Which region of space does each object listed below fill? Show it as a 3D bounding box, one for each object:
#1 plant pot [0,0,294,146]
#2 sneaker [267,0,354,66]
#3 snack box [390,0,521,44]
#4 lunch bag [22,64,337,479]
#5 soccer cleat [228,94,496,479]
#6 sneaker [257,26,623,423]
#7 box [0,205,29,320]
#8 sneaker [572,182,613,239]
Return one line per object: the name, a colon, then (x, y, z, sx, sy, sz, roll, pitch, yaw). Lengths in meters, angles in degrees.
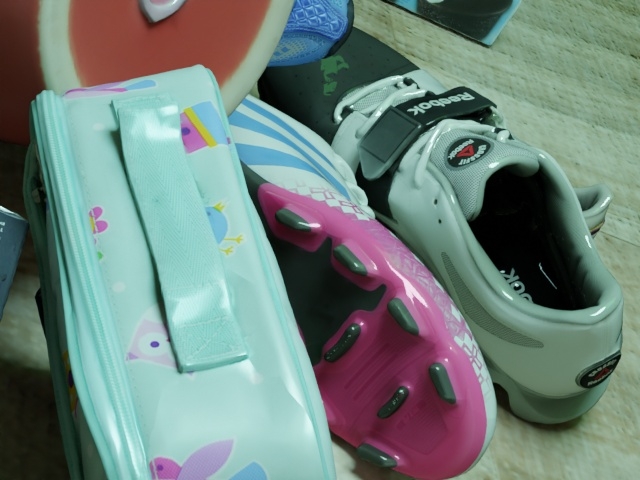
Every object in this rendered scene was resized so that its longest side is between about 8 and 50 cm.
plant pot: (-0.159, -0.170, 0.908, 0.243, 0.275, 0.275, 26, 24, 32)
sneaker: (-0.099, -0.173, 1.137, 0.147, 0.129, 0.330, 22, 6, -41)
snack box: (0.018, -0.300, 1.533, 0.322, 0.060, 0.187, 21, 32, -18)
lunch bag: (-0.066, 0.064, 0.767, 0.108, 0.224, 0.279, -14, 46, -8)
soccer cleat: (0.000, 0.000, 1.031, 0.331, 0.116, 0.143, 44, 31, 19)
sneaker: (0.084, -0.047, 1.100, 0.122, 0.146, 0.330, -35, 71, -21)
box: (-0.207, 0.080, 0.688, 0.108, 0.153, 0.207, 24, 31, -14)
sneaker: (0.118, -0.029, 1.211, 0.185, 0.084, 0.069, 10, 37, -32)
